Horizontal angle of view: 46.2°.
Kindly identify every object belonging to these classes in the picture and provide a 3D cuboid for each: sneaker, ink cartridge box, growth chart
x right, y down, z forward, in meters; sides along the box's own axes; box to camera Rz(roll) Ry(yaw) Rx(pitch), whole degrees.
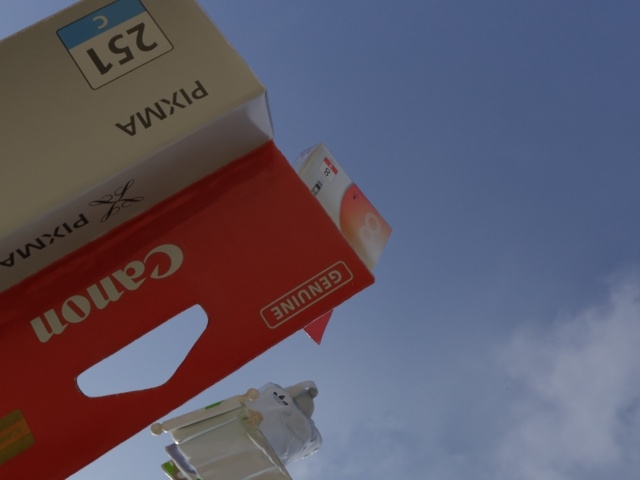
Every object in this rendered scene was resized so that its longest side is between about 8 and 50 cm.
[{"bbox_3d":[-0.117,0.362,1.174,0.137,0.210,0.365,43,-49,28],"label":"sneaker"},{"bbox_3d":[-0.156,-0.011,0.463,0.296,0.066,0.261,-32,-112,-11],"label":"ink cartridge box"},{"bbox_3d":[-0.112,0.295,0.938,0.172,0.021,0.237,-17,-63,13],"label":"growth chart"},{"bbox_3d":[0.000,0.000,0.826,0.045,0.145,0.179,-20,-149,39],"label":"ink cartridge box"}]
